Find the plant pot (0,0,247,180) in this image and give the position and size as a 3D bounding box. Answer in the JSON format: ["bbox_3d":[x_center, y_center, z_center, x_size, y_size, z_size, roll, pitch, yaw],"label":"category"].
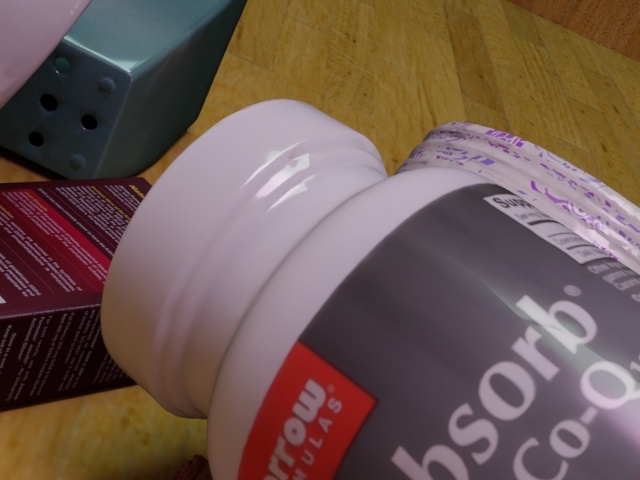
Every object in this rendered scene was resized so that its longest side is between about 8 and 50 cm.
[{"bbox_3d":[-0.178,-0.152,1.107,0.165,0.166,0.234,26,30,-2],"label":"plant pot"}]

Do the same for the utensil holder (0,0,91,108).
[{"bbox_3d":[-0.321,-0.259,0.770,0.385,0.327,0.327,38,15,-30],"label":"utensil holder"}]

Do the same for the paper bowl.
[{"bbox_3d":[0.138,0.068,0.877,0.284,0.148,0.284,39,-10,8],"label":"paper bowl"}]

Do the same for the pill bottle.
[{"bbox_3d":[0.079,0.095,0.645,0.363,0.210,0.210,35,24,26],"label":"pill bottle"}]

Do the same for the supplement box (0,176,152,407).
[{"bbox_3d":[-0.163,0.026,0.831,0.130,0.073,0.239,39,26,29],"label":"supplement box"}]

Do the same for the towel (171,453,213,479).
[{"bbox_3d":[0.056,0.226,0.645,0.329,0.037,0.237,26,16,-3],"label":"towel"}]
